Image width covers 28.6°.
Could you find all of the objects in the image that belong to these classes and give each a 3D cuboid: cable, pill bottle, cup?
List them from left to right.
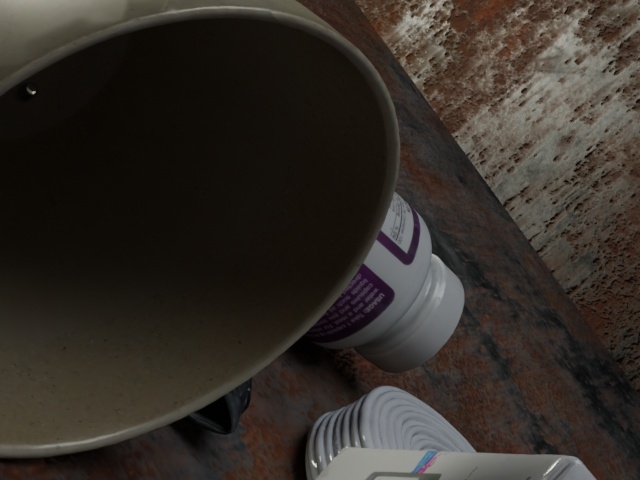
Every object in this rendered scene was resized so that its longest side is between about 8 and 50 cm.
[{"bbox_3d":[-0.151,-0.065,0.771,0.331,0.331,0.237,27,21,-51],"label":"cup"},{"bbox_3d":[0.000,0.000,1.217,0.301,0.169,0.169,41,21,-29],"label":"pill bottle"},{"bbox_3d":[0.093,0.245,1.087,0.257,0.089,0.257,49,18,-6],"label":"cable"}]

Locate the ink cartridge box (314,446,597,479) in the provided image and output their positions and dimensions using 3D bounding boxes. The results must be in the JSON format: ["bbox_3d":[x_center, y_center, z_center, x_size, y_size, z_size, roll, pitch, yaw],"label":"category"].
[{"bbox_3d":[0.108,0.253,0.797,0.226,0.131,0.306,48,-23,-8],"label":"ink cartridge box"}]

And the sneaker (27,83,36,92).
[{"bbox_3d":[-0.208,-0.142,1.090,0.275,0.110,0.107,57,19,20],"label":"sneaker"}]

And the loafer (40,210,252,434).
[{"bbox_3d":[-0.133,0.060,0.928,0.223,0.076,0.078,45,16,-22],"label":"loafer"}]
